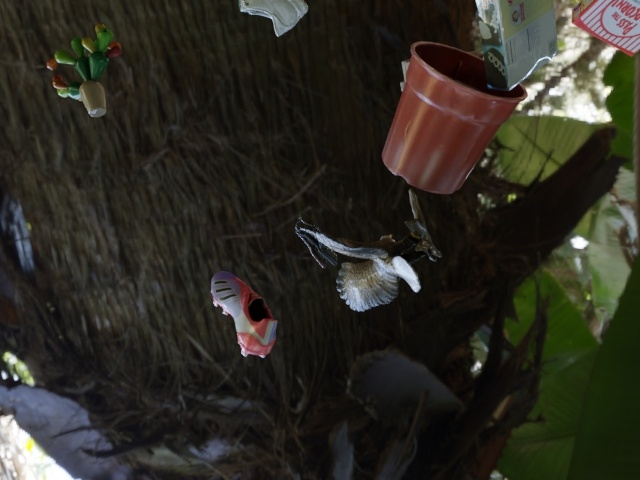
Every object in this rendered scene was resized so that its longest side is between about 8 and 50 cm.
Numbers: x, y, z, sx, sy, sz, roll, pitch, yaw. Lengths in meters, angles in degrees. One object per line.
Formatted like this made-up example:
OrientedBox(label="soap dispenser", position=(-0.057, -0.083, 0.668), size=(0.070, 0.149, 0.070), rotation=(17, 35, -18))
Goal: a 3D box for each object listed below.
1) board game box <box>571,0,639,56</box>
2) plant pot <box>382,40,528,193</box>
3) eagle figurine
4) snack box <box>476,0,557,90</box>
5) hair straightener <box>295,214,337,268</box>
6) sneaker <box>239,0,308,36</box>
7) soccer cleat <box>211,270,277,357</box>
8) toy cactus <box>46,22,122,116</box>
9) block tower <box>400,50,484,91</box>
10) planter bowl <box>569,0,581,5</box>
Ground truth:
OrientedBox(label="board game box", position=(0.576, -0.435, 1.222), size=(0.147, 0.193, 0.045), rotation=(21, -121, -14))
OrientedBox(label="plant pot", position=(0.279, -0.266, 1.534), size=(0.273, 0.265, 0.272), rotation=(16, -147, -10))
OrientedBox(label="eagle figurine", position=(0.121, 0.038, 1.585), size=(0.299, 0.226, 0.225), rotation=(-18, 166, 19))
OrientedBox(label="snack box", position=(0.396, -0.490, 1.378), size=(0.187, 0.321, 0.060), rotation=(-37, -143, -28))
OrientedBox(label="hair straightener", position=(0.000, 0.000, 1.997), size=(0.089, 0.230, 0.047), rotation=(-11, -134, 24))
OrientedBox(label="sneaker", position=(-0.129, -0.472, 1.264), size=(0.212, 0.094, 0.080), rotation=(43, -175, -3))
OrientedBox(label="soccer cleat", position=(-0.145, 0.122, 1.321), size=(0.083, 0.095, 0.248), rotation=(11, -153, -32))
OrientedBox(label="toy cactus", position=(-0.476, -0.336, 1.407), size=(0.219, 0.180, 0.112), rotation=(-29, 161, 27))
OrientedBox(label="block tower", position=(0.393, -0.500, 1.998), size=(0.336, 0.097, 0.091), rotation=(6, -152, 40))
OrientedBox(label="planter bowl", position=(0.645, -0.571, 1.537), size=(0.217, 0.090, 0.217), rotation=(-16, 178, 0))
